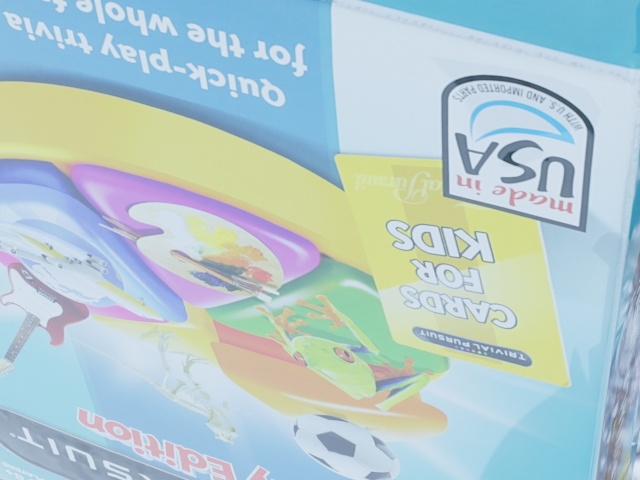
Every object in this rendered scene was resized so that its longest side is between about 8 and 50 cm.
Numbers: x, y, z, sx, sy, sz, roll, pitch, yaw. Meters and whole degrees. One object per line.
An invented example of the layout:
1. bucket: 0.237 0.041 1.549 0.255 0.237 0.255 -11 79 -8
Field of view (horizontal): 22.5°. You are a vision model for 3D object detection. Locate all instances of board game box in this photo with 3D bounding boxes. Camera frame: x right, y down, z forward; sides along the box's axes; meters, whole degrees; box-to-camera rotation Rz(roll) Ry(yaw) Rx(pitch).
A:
1. board game box: -0.020 0.007 0.524 0.253 0.336 0.079 17 -124 18
